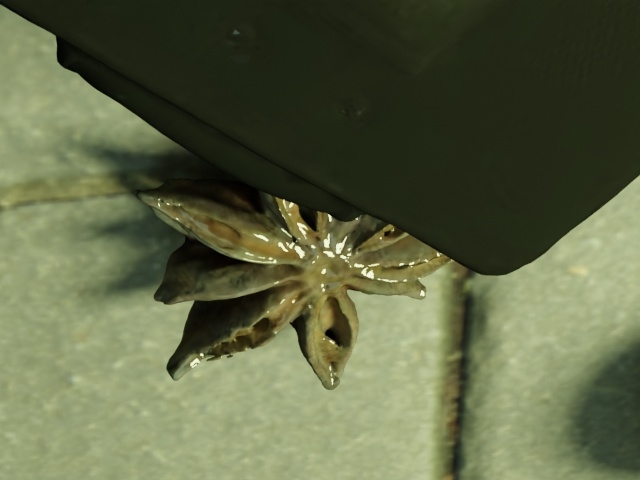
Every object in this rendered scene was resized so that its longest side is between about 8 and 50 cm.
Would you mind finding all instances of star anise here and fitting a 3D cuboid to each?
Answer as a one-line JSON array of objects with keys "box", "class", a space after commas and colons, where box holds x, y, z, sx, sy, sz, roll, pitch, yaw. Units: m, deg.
[{"box": [0.000, 0.000, 0.975, 0.182, 0.065, 0.195, -10, 128, -9], "class": "star anise"}]

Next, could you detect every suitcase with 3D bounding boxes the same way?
[{"box": [0.043, -0.168, 0.749, 0.345, 0.188, 0.339, 28, 119, -33], "class": "suitcase"}]
